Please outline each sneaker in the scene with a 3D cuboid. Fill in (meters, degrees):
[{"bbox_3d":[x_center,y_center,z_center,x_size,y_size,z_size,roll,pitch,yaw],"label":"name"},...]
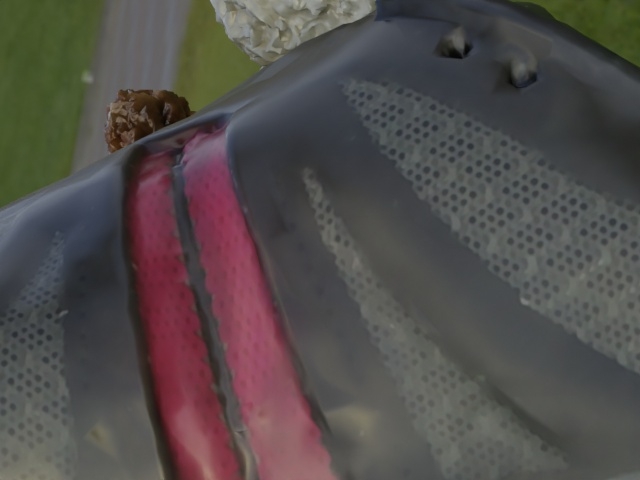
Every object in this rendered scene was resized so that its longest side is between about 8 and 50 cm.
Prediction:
[{"bbox_3d":[-0.001,0.042,0.385,0.185,0.483,0.202,71,-151,-67],"label":"sneaker"}]

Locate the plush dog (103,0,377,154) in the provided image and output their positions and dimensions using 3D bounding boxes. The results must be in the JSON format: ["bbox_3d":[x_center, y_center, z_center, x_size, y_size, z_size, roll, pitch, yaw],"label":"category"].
[{"bbox_3d":[0.000,0.000,0.780,0.225,0.210,0.262,-28,65,24],"label":"plush dog"}]
